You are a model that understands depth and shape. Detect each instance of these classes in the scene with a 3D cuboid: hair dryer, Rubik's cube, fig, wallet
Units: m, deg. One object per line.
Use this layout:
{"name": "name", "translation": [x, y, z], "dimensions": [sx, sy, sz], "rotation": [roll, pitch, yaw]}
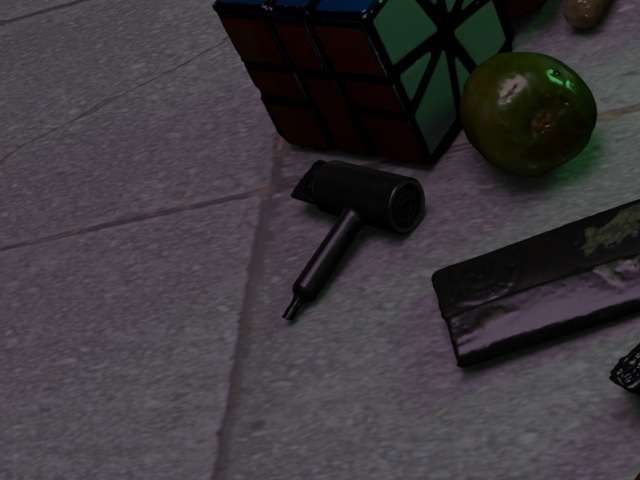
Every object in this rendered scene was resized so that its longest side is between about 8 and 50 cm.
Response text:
{"name": "hair dryer", "translation": [0.000, 0.000, 1.807], "dimensions": [0.195, 0.078, 0.248], "rotation": [16, 62, 41]}
{"name": "Rubik's cube", "translation": [0.070, -0.307, 1.914], "dimensions": [0.283, 0.294, 0.288], "rotation": [13, 53, 35]}
{"name": "fig", "translation": [0.261, -0.187, 1.780], "dimensions": [0.167, 0.167, 0.233], "rotation": [-28, 47, 0]}
{"name": "wallet", "translation": [0.297, 0.041, 1.612], "dimensions": [0.321, 0.044, 0.170], "rotation": [-20, 39, 9]}

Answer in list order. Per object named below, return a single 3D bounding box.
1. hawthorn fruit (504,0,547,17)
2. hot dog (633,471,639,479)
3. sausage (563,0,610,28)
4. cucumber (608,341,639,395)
{"name": "hawthorn fruit", "translation": [0.251, -0.414, 2.012], "dimensions": [0.225, 0.196, 0.197], "rotation": [-22, 38, 32]}
{"name": "hot dog", "translation": [0.372, 0.234, 1.368], "dimensions": [0.071, 0.045, 0.165], "rotation": [25, 63, 41]}
{"name": "sausage", "translation": [0.443, -0.423, 2.000], "dimensions": [0.065, 0.066, 0.301], "rotation": [13, 53, 37]}
{"name": "cucumber", "translation": [0.417, 0.086, 1.474], "dimensions": [0.265, 0.077, 0.077], "rotation": [-45, 43, -17]}
